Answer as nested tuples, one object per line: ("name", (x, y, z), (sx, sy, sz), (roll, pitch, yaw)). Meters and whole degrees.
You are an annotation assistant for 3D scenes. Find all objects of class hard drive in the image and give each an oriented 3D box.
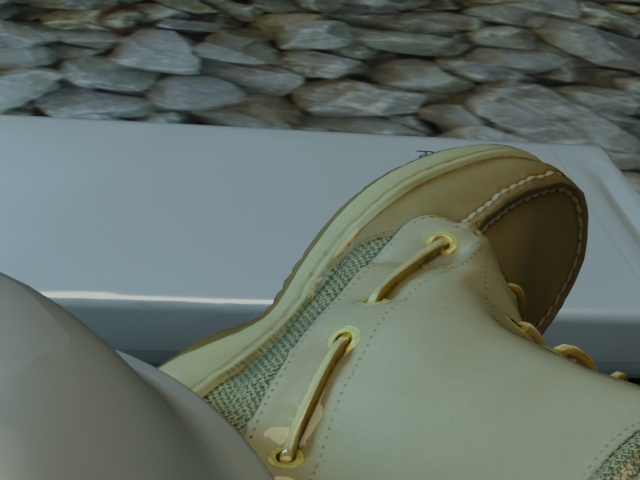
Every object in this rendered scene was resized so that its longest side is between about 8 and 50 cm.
("hard drive", (0.000, 0.000, 1.018), (0.353, 0.047, 0.233), (3, 24, -10))

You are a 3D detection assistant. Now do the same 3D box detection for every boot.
("boot", (0.072, 0.054, 0.614), (0.203, 0.095, 0.262), (10, 28, 34))

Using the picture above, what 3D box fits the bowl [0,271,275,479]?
("bowl", (-0.156, 0.096, 0.476), (0.298, 0.134, 0.298), (-12, 44, 12))
